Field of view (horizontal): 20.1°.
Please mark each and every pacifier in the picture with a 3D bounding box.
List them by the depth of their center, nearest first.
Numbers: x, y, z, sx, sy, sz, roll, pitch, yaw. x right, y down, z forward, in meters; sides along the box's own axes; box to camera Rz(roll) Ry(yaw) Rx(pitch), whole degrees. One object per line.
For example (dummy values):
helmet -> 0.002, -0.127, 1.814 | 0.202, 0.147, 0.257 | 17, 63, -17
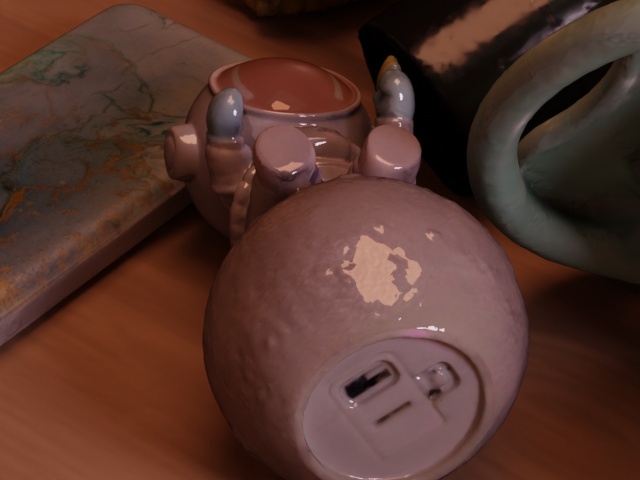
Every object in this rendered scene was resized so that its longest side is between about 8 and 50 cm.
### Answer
pacifier -> 0.205, -0.111, 0.832 | 0.288, 0.343, 0.269 | 3, 60, -16

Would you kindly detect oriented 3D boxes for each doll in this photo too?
doll -> 0.000, 0.000, 0.856 | 0.151, 0.151, 0.287 | -5, 32, -13

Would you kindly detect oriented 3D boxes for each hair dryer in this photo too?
hair dryer -> 0.095, -0.204, 1.023 | 0.244, 0.116, 0.302 | -35, 70, -11

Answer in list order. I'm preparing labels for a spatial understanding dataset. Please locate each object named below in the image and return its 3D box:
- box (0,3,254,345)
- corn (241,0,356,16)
box -> -0.143, -0.041, 0.966 | 0.142, 0.044, 0.285 | 28, 44, 22
corn -> 0.087, -0.235, 1.175 | 0.344, 0.131, 0.131 | -22, 44, -29
